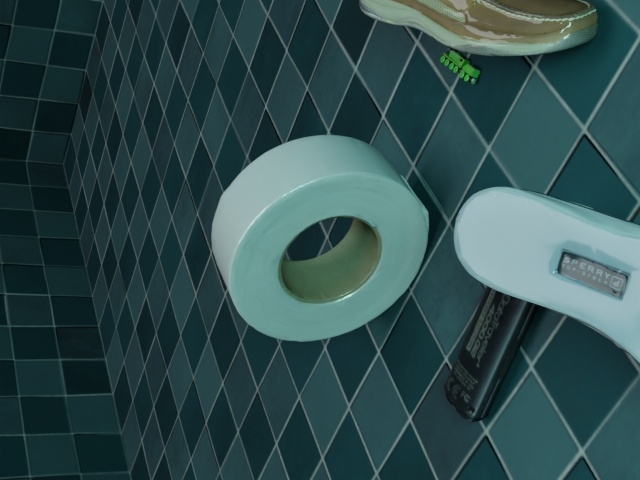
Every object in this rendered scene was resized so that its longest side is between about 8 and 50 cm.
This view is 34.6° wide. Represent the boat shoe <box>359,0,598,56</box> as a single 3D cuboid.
[{"bbox_3d":[0.168,-0.294,1.176,0.324,0.123,0.116,24,129,36],"label":"boat shoe"}]

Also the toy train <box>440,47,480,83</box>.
[{"bbox_3d":[0.183,-0.230,1.346,0.024,0.017,0.083,-64,33,21],"label":"toy train"}]

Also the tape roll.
[{"bbox_3d":[0.000,0.000,1.392,0.100,0.286,0.286,60,139,48],"label":"tape roll"}]

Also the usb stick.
[{"bbox_3d":[0.216,0.092,1.213,0.077,0.045,0.278,50,131,45],"label":"usb stick"}]

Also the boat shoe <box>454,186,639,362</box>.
[{"bbox_3d":[0.308,0.052,0.946,0.367,0.156,0.136,25,107,31],"label":"boat shoe"}]
